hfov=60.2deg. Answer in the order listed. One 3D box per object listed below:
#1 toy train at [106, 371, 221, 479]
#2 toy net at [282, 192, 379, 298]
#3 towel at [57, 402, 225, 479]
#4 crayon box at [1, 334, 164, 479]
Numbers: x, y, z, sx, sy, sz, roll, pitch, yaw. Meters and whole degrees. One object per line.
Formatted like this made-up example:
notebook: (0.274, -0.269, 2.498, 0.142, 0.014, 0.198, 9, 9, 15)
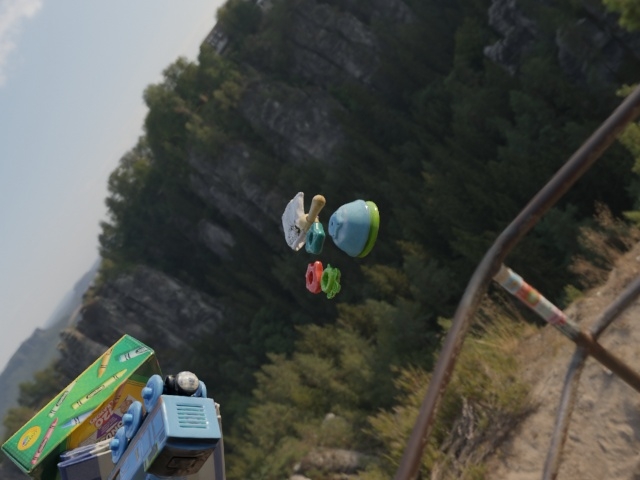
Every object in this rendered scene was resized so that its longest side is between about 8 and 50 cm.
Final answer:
toy train: (-0.184, 0.233, 0.628, 0.184, 0.080, 0.105, -55, 37, 24)
toy net: (0.000, 0.000, 0.722, 0.232, 0.045, 0.121, -159, 78, -68)
towel: (-0.310, 0.424, 1.005, 0.034, 0.285, 0.209, 30, 127, 55)
crayon box: (-0.420, 0.332, 1.027, 0.278, 0.081, 0.165, -47, -28, -37)
